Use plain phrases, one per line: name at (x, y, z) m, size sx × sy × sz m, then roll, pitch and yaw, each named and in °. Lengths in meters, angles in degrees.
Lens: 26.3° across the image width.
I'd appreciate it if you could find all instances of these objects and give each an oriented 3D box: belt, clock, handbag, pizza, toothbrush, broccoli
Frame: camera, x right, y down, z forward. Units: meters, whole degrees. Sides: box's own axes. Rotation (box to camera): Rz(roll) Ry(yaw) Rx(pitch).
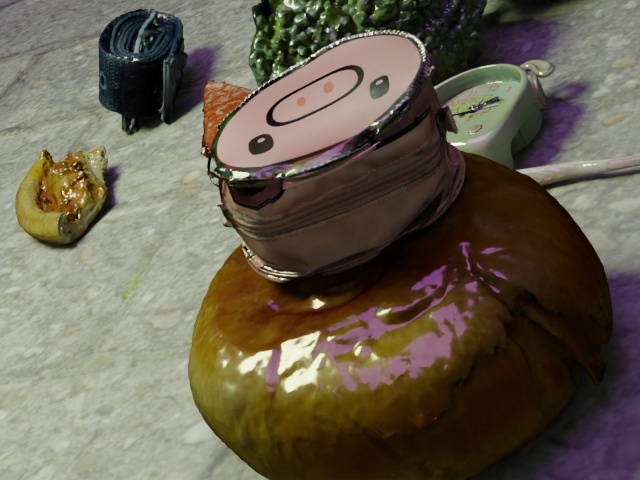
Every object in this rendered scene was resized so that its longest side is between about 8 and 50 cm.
belt at (-0.259, -0.245, 1.989) m, size 0.122 × 0.128 × 0.218 m, roll 6°, pitch 30°, yaw 0°
clock at (0.167, -0.129, 1.452) m, size 0.151 × 0.062 × 0.191 m, roll -1°, pitch 36°, yaw 42°
handbag at (0.011, -0.066, 1.073) m, size 0.205 × 0.116 × 0.179 m, roll -23°, pitch 32°, yaw 10°
pizza at (-0.342, -0.065, 1.808) m, size 0.134 × 0.056 × 0.271 m, roll -31°, pitch 27°, yaw 11°
toothbrush at (0.223, -0.066, 1.330) m, size 0.307 × 0.025 × 0.029 m, roll -10°, pitch 23°, yaw 29°
broccoli at (0.054, -0.222, 1.600) m, size 0.288 × 0.245 × 0.248 m, roll -2°, pitch 58°, yaw -7°

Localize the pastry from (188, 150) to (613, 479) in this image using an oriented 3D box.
pastry at (0.058, 0.068, 1.107) m, size 0.356 × 0.164 × 0.356 m, roll -20°, pitch 34°, yaw 14°

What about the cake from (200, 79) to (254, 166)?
cake at (-0.113, -0.124, 1.670) m, size 0.117 × 0.086 × 0.220 m, roll -35°, pitch 29°, yaw -20°
